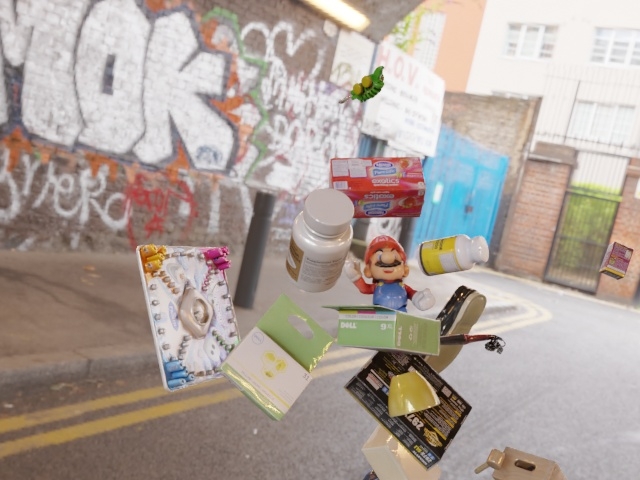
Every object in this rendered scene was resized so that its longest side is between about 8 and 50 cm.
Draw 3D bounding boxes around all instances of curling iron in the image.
[{"bbox_3d":[0.399,0.274,1.820,0.274,0.035,0.068,8,19,-31],"label":"curling iron"}]

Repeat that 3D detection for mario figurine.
[{"bbox_3d":[0.177,0.119,1.770,0.198,0.320,0.170,20,-39,-32],"label":"mario figurine"}]

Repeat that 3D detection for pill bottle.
[{"bbox_3d":[0.000,0.000,1.453,0.131,0.131,0.229,6,-39,-8],"label":"pill bottle"},{"bbox_3d":[0.375,0.039,1.897,0.184,0.103,0.103,-13,-10,34],"label":"pill bottle"}]

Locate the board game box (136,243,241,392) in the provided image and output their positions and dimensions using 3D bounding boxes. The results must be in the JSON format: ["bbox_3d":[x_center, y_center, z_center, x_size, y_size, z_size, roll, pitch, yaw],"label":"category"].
[{"bbox_3d":[-0.338,0.200,1.892,0.050,0.389,0.390,-18,-9,23],"label":"board game box"}]

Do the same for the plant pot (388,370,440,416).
[{"bbox_3d":[0.230,0.390,1.730,0.134,0.095,0.134,-14,-12,-3],"label":"plant pot"}]

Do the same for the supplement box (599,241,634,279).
[{"bbox_3d":[0.774,0.053,1.754,0.055,0.083,0.043,24,-12,6],"label":"supplement box"}]

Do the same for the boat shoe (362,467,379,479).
[{"bbox_3d":[0.142,0.901,2.291,0.109,0.258,0.089,21,0,-9],"label":"boat shoe"}]

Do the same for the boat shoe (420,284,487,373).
[{"bbox_3d":[0.407,0.293,2.202,0.127,0.340,0.113,16,17,-38],"label":"boat shoe"}]

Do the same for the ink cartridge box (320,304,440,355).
[{"bbox_3d":[0.099,0.146,1.080,0.109,0.062,0.209,-2,-13,35],"label":"ink cartridge box"}]

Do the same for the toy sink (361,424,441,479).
[{"bbox_3d":[0.265,0.726,2.207,0.131,0.234,0.153,-25,11,42],"label":"toy sink"}]

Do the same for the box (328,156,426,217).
[{"bbox_3d":[0.153,-0.146,1.858,0.257,0.128,0.122,-2,-38,-3],"label":"box"}]

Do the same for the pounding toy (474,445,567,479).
[{"bbox_3d":[0.448,0.520,1.529,0.181,0.094,0.206,5,-40,48],"label":"pounding toy"}]

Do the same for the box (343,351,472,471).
[{"bbox_3d":[0.257,0.451,1.921,0.322,0.079,0.257,44,40,8],"label":"box"}]

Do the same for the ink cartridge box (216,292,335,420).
[{"bbox_3d":[-0.086,0.247,1.461,0.171,0.235,0.056,43,-25,-4],"label":"ink cartridge box"}]

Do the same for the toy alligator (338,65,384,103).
[{"bbox_3d":[0.112,-0.376,1.703,0.056,0.051,0.190,-25,-4,-37],"label":"toy alligator"}]
